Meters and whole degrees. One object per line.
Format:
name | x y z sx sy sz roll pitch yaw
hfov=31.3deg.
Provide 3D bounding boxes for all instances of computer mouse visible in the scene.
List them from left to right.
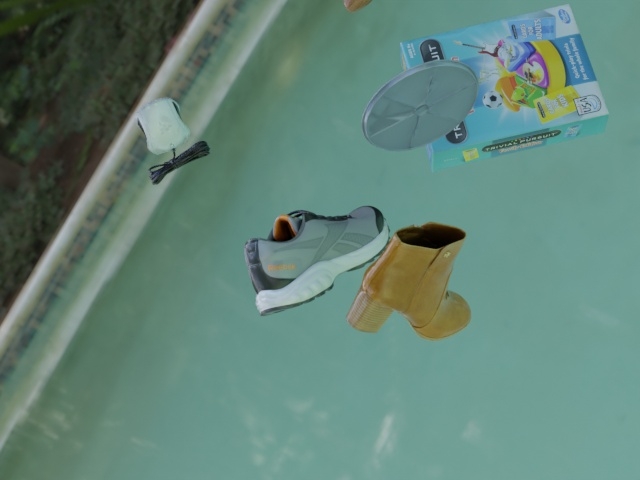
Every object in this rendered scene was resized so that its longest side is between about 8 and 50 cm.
computer mouse | -0.228 -0.148 1.713 0.106 0.042 0.193 -25 -22 -3

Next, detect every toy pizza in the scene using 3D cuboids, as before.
toy pizza | 0.155 -0.217 1.807 0.201 0.201 0.032 -50 50 35

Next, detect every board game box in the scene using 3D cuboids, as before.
board game box | 0.344 -0.292 2.172 0.079 0.336 0.254 78 178 -66

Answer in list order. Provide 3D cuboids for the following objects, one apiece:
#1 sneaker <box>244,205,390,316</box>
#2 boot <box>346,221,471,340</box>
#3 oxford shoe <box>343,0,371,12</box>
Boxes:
sneaker | 0.000 0.000 1.482 0.100 0.108 0.271 -16 10 38
boot | 0.195 0.064 1.914 0.104 0.295 0.211 57 129 33
oxford shoe | 0.053 -0.428 1.737 0.076 0.076 0.212 -51 25 42
